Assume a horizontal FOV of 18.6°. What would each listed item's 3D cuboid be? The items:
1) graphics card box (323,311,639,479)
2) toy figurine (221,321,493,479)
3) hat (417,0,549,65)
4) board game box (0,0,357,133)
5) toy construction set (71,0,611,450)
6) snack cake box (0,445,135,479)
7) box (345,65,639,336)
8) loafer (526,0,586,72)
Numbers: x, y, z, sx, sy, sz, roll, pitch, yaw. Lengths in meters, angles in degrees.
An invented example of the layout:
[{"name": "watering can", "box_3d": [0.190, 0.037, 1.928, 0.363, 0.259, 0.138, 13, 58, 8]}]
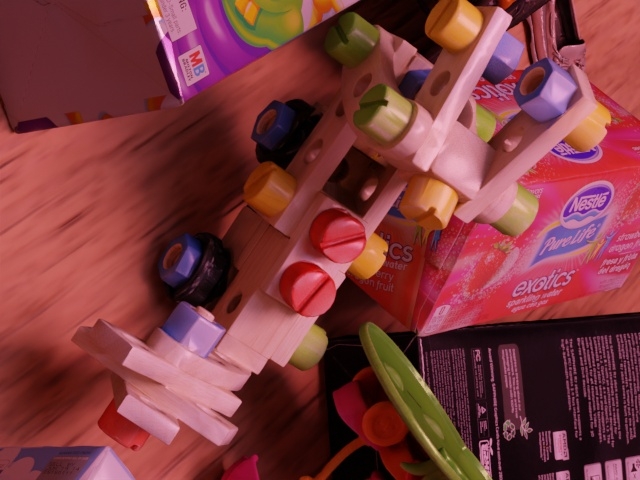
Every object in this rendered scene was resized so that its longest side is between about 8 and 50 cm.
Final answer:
[{"name": "graphics card box", "box_3d": [0.157, 0.173, 1.417, 0.371, 0.094, 0.233, -2, 87, -51]}, {"name": "toy figurine", "box_3d": [0.013, 0.162, 1.210, 0.173, 0.159, 0.130, 51, 9, -24]}, {"name": "hat", "box_3d": [0.140, -0.242, 1.325, 0.134, 0.331, 0.331, 53, 43, 3]}, {"name": "board game box", "box_3d": [-0.068, -0.185, 1.158, 0.275, 0.144, 0.142, -36, 113, -45]}, {"name": "toy construction set", "box_3d": [0.000, 0.000, 1.129, 0.327, 0.215, 0.151, -43, 117, -5]}, {"name": "snack cake box", "box_3d": [-0.115, 0.230, 1.045, 0.264, 0.152, 0.089, 57, 47, -28]}, {"name": "box", "box_3d": [0.123, -0.033, 1.343, 0.257, 0.128, 0.122, -9, 133, -49]}, {"name": "loafer", "box_3d": [0.189, -0.160, 1.536, 0.045, 0.039, 0.125, -35, 111, -47]}]
